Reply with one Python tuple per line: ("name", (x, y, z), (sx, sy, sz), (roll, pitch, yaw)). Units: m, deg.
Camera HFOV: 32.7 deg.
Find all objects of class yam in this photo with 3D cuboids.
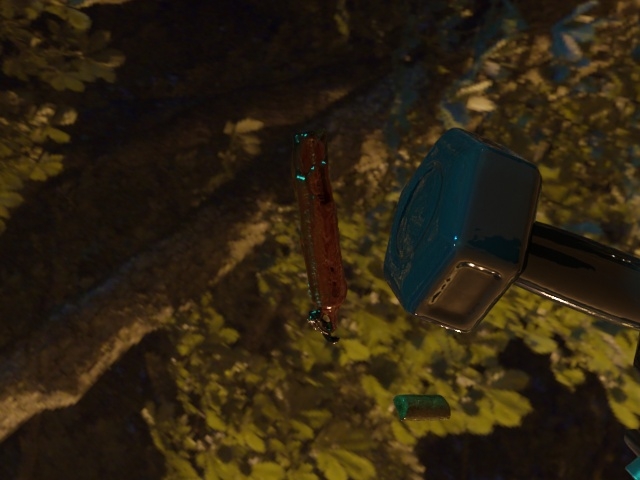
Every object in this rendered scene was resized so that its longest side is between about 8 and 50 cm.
("yam", (0.158, 0.257, 1.684), (0.094, 0.043, 0.043), (3, -75, -28))

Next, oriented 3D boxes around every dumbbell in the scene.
("dumbbell", (0.216, 0.030, 0.866), (0.324, 0.160, 0.144), (19, -79, -13))

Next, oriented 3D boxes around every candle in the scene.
("candle", (0.000, 0.000, 1.420), (0.084, 0.059, 0.302), (-65, -29, -62))

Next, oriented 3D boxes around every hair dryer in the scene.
("hair dryer", (0.286, 0.178, 0.939), (0.063, 0.114, 0.037), (-40, -83, 3))
